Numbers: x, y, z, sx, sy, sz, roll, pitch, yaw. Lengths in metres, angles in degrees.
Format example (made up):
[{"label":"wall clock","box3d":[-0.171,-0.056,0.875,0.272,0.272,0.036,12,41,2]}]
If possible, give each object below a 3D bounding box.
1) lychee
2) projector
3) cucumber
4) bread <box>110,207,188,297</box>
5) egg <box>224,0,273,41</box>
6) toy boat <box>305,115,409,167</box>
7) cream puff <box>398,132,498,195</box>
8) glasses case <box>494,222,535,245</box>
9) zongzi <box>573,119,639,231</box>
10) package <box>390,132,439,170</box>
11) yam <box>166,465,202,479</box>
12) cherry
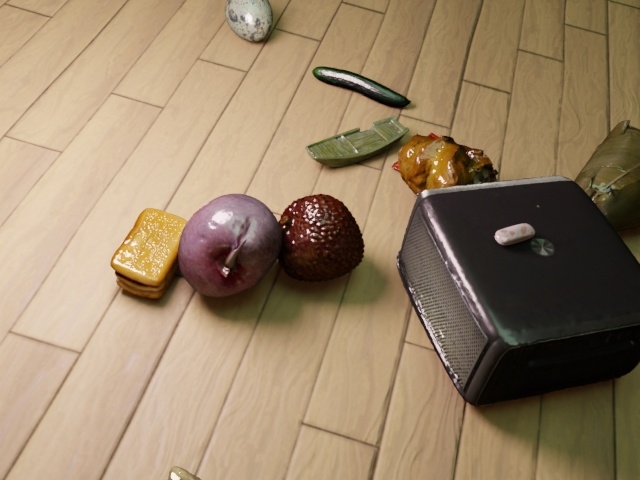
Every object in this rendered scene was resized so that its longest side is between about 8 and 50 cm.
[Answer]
[{"label":"lychee","box3d":[-0.003,-0.005,1.653,0.194,0.194,0.194,6,45,-6]},{"label":"projector","box3d":[0.404,0.095,1.599,0.395,0.242,0.405,-7,48,-20]},{"label":"cucumber","box3d":[0.109,-0.418,2.169,0.284,0.056,0.056,21,46,10]},{"label":"bread","box3d":[-0.339,0.024,1.623,0.116,0.077,0.200,15,43,5]},{"label":"egg","box3d":[-0.199,-0.633,2.259,0.132,0.132,0.172,-12,61,-23]},{"label":"toy boat","box3d":[0.087,-0.238,1.986,0.293,0.055,0.093,-21,55,-30]},{"label":"cream puff","box3d":[0.290,-0.151,1.832,0.241,0.155,0.269,18,4,-2]},{"label":"glasses case","box3d":[0.366,-0.012,1.509,0.083,0.021,0.032,-14,53,-23]},{"label":"zongzi","box3d":[0.763,-0.070,1.887,0.418,0.181,0.447,33,51,18]},{"label":"package","box3d":[0.264,-0.212,2.020,0.083,0.022,0.200,34,49,20]},{"label":"yam","box3d":[-0.099,0.475,1.235,0.371,0.083,0.083,29,47,16]},{"label":"cherry","box3d":[-0.180,0.007,1.584,0.213,0.183,0.266,-30,17,14]}]
